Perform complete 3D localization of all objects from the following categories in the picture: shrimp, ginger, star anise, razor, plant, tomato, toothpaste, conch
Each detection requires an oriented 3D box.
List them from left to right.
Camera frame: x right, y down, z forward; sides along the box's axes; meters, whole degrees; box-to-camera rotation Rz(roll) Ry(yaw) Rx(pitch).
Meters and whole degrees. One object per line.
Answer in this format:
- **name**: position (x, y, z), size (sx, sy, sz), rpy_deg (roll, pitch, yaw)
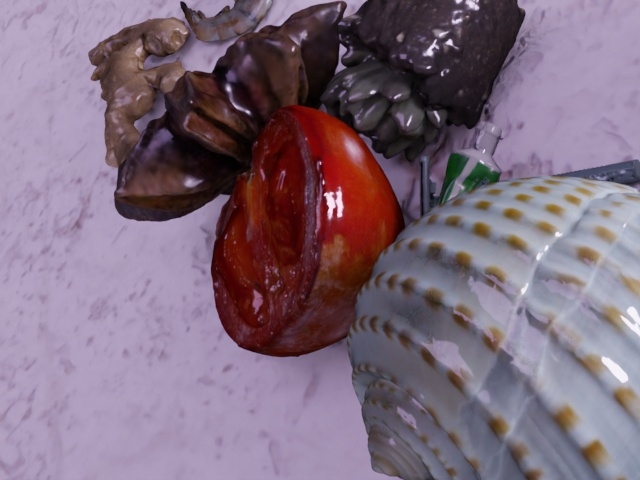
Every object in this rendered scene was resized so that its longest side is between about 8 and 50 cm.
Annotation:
- **ginger**: position (-0.216, -0.181, 1.459), size (0.149, 0.065, 0.258), rpy_deg (-31, 47, 23)
- **shrimp**: position (-0.111, -0.325, 1.469), size (0.148, 0.035, 0.195), rpy_deg (-18, 57, 37)
- **star anise**: position (-0.086, -0.124, 1.217), size (0.315, 0.108, 0.315), rpy_deg (-46, 0, 0)
- **tomato**: position (0.000, 0.000, 1.101), size (0.233, 0.140, 0.200), rpy_deg (128, 139, -49)
- **plant**: position (0.093, -0.169, 1.122), size (0.194, 0.129, 0.132), rpy_deg (-54, 43, 0)
- **toothpaste**: position (0.100, 0.016, 1.028), size (0.047, 0.078, 0.248), rpy_deg (21, 89, 24)
- **razor**: position (0.180, -0.044, 1.048), size (0.211, 0.036, 0.084), rpy_deg (-7, 78, 33)
- **conch**: position (0.174, 0.070, 0.862), size (0.319, 0.215, 0.303), rpy_deg (-51, 54, 8)
